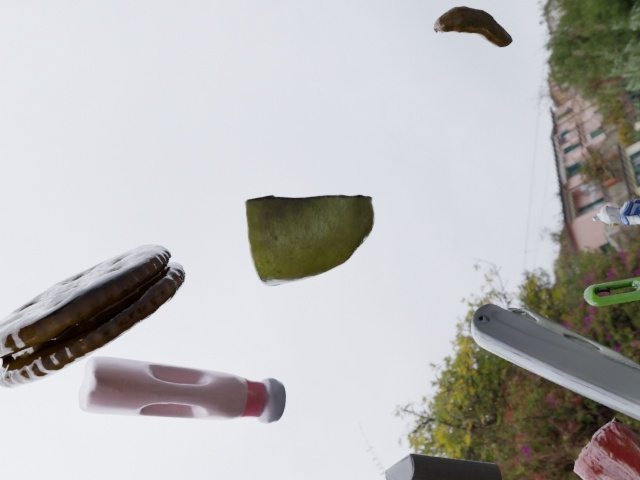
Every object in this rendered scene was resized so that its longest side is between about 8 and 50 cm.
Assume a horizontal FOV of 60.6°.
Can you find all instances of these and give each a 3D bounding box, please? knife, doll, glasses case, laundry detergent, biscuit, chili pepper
[{"bbox_3d":[0.301,0.141,0.644,0.073,0.266,0.040,-45,-45,-21],"label":"knife"},{"bbox_3d":[0.361,0.041,0.508,0.015,0.212,0.054,55,-150,-44],"label":"knife"},{"bbox_3d":[0.803,-0.073,1.369,0.114,0.227,0.057,-50,-60,-36],"label":"doll"},{"bbox_3d":[0.202,0.383,0.885,0.191,0.072,0.042,17,-133,-25],"label":"glasses case"},{"bbox_3d":[-0.220,0.256,0.920,0.335,0.159,0.087,13,-104,-26],"label":"laundry detergent"},{"bbox_3d":[-0.251,0.072,0.586,0.066,0.221,0.220,62,-144,-13],"label":"biscuit"},{"bbox_3d":[0.653,0.505,1.109,0.252,0.144,0.136,49,160,47],"label":"chili pepper"}]

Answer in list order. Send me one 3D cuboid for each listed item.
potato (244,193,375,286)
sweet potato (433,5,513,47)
[{"bbox_3d":[0.000,0.000,1.365,0.330,0.280,0.212,8,-102,-77],"label":"potato"},{"bbox_3d":[0.301,-0.411,1.044,0.182,0.053,0.054,6,-111,-23],"label":"sweet potato"}]
